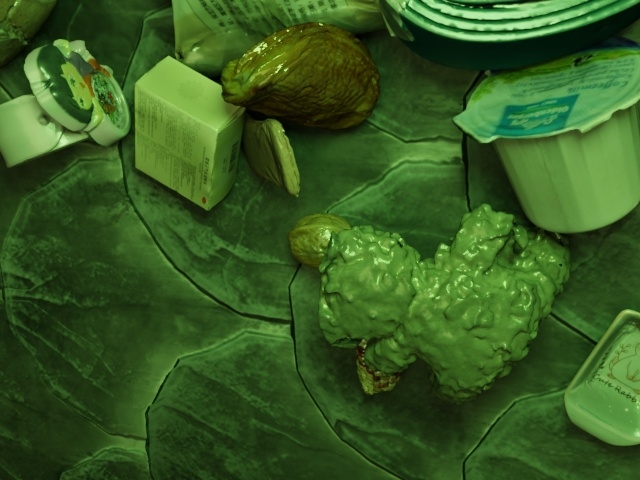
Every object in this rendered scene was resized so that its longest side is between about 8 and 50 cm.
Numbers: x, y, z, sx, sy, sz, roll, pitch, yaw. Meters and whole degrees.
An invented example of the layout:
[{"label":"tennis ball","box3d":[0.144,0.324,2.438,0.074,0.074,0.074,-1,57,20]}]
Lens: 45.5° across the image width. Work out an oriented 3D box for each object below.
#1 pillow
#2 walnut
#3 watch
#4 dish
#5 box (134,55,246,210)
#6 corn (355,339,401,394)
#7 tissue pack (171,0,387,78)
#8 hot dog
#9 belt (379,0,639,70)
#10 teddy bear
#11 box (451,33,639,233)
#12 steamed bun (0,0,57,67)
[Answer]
[{"label":"pillow","box3d":[-0.090,-0.148,1.275,0.034,0.211,0.135,-21,114,-19]},{"label":"walnut","box3d":[0.000,0.000,1.329,0.124,0.105,0.105,-2,107,20]},{"label":"watch","box3d":[-0.487,-0.231,1.344,0.231,0.244,0.196,-17,102,16]},{"label":"dish","box3d":[0.502,0.225,1.247,0.154,0.064,0.234,30,113,8]},{"label":"box","box3d":[-0.224,-0.178,1.302,0.168,0.095,0.212,32,144,10]},{"label":"corn","box3d":[0.102,0.144,1.343,0.098,0.098,0.290,4,109,18]},{"label":"tissue pack","box3d":[-0.101,-0.455,1.162,0.390,0.195,0.376,-9,115,21]},{"label":"hot dog","box3d":[-0.034,-0.249,1.172,0.196,0.272,0.122,-20,73,41]},{"label":"belt","box3d":[0.279,-0.401,1.017,0.436,0.173,0.300,-13,86,5]},{"label":"teddy bear","box3d":[0.168,0.080,1.198,0.367,0.224,0.357,30,114,-5]},{"label":"box","box3d":[0.358,-0.154,1.103,0.262,0.291,0.206,-3,129,33]},{"label":"steamed bun","box3d":[-0.598,-0.395,1.292,0.251,0.301,0.199,-48,68,18]}]
